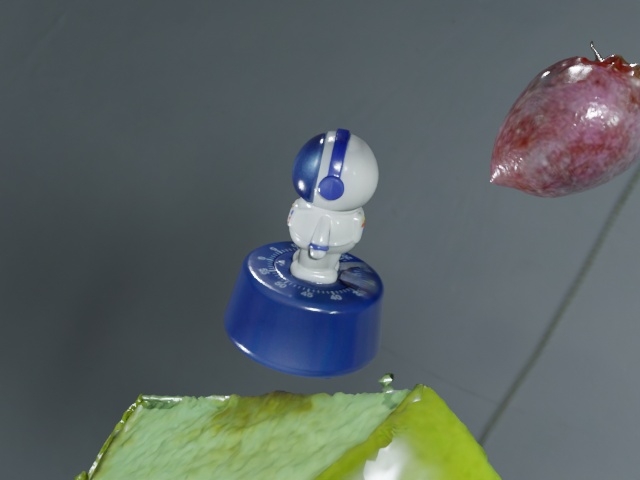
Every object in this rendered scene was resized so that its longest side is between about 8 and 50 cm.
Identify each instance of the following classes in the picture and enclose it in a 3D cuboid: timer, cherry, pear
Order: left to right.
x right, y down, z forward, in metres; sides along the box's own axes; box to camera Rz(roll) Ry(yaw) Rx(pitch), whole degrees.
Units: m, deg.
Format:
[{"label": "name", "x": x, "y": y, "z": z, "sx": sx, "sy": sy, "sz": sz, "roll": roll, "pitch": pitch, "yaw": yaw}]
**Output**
[{"label": "pear", "x": -0.005, "y": 0.204, "z": 0.606, "sx": 0.288, "sy": 0.239, "sz": 0.139, "roll": -11, "pitch": 35, "yaw": 51}, {"label": "timer", "x": 0.000, "y": 0.000, "z": 1.807, "sx": 0.270, "sy": 0.270, "sz": 0.383, "roll": 27, "pitch": 119, "yaw": 32}, {"label": "cherry", "x": 0.332, "y": -0.149, "z": 1.491, "sx": 0.250, "sy": 0.175, "sz": 0.192, "roll": -34, "pitch": 32, "yaw": -3}]
